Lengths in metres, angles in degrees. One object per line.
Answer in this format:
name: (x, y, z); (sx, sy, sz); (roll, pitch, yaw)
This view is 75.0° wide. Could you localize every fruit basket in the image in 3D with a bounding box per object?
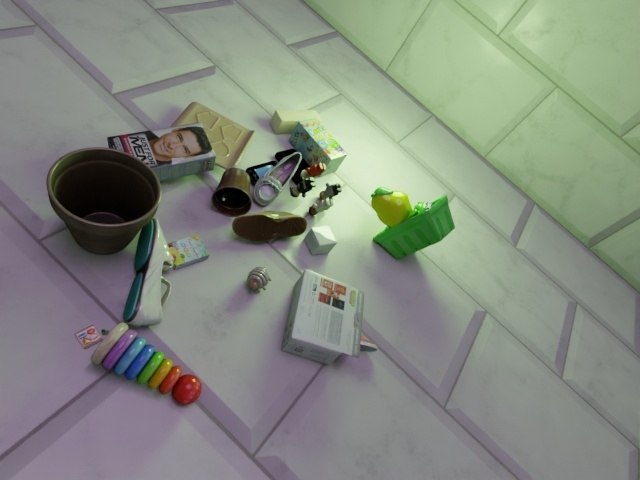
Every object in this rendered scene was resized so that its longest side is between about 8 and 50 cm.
fruit basket: (0.409, -0.124, 2.032); (0.392, 0.392, 0.283); (49, 47, 10)

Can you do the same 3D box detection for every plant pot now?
plant pot: (-0.729, -0.102, 1.409); (0.324, 0.280, 0.322); (16, 50, -20)
plant pot: (-0.373, -0.217, 1.798); (0.167, 0.167, 0.165); (17, 42, -19)

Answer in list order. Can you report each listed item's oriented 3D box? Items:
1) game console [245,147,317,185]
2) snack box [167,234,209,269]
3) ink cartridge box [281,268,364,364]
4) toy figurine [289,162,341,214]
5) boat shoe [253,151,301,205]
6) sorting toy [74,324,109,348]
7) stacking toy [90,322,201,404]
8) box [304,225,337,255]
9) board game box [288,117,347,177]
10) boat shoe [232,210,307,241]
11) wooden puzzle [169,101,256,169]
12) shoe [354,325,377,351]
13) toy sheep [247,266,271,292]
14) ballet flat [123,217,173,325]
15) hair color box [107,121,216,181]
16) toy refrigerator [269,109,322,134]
game console: (-0.199, -0.339, 2.062); (0.362, 0.044, 0.213); (-26, 72, -40)
snack box: (-0.511, 0.042, 1.594); (0.141, 0.037, 0.100); (-20, 69, -39)
ink cartridge box: (0.018, 0.308, 1.635); (0.272, 0.130, 0.309); (21, 49, -12)
toy figurine: (-0.024, -0.242, 2.004); (0.209, 0.148, 0.213); (48, 44, -23)
boat shoe: (-0.197, -0.294, 1.946); (0.118, 0.103, 0.320); (44, 59, -9)
sorting toy: (-0.711, 0.292, 1.305); (0.083, 0.012, 0.062); (-30, 75, -41)
stacking toy: (-0.514, 0.396, 1.273); (0.330, 0.141, 0.141); (37, 46, -8)
box: (0.000, 0.000, 1.891); (0.101, 0.087, 0.101); (-8, 62, -35)
board game box: (-0.014, -0.496, 2.219); (0.142, 0.144, 0.275); (-28, 74, -42)
boat shoe: (-0.229, -0.069, 1.807); (0.342, 0.121, 0.110); (0, 20, -34)
wooden puzzle: (-0.517, -0.482, 1.967); (0.348, 0.080, 0.322); (23, 48, -7)
shoe: (0.152, 0.393, 1.698); (0.178, 0.063, 0.081); (17, 54, -11)
toy sheep: (-0.242, 0.148, 1.643); (0.091, 0.091, 0.132); (32, 33, -6)
ballet flat: (-0.582, 0.113, 1.456); (0.139, 0.139, 0.399); (11, 56, -23)
hair color box: (-0.642, -0.352, 1.711); (0.375, 0.113, 0.185); (-19, 73, -28)
toy refrigerator: (-0.135, -0.655, 2.298); (0.270, 0.102, 0.094); (-13, 64, -36)
